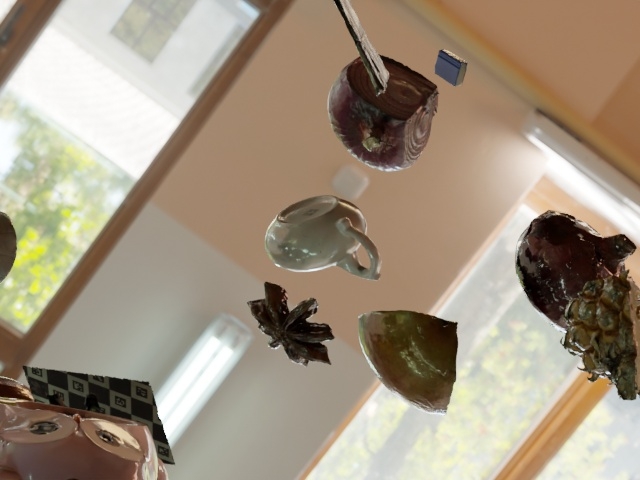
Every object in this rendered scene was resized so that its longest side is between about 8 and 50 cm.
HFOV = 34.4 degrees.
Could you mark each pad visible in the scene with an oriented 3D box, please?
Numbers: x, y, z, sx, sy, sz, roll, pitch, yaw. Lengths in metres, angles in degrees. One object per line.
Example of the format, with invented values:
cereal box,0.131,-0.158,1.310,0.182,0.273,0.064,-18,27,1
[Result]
pad,0.066,-0.383,1.873,0.233,0.022,0.174,62,-166,-14

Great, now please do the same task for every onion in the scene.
onion,0.134,-0.287,2.415,0.256,0.272,0.230,52,147,21
onion,0.486,0.052,1.932,0.252,0.219,0.252,40,-150,-29

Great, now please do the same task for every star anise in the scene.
star anise,-0.045,0.133,1.586,0.168,0.057,0.168,25,144,20

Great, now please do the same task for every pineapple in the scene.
pineapple,0.428,0.178,1.557,0.139,0.164,0.250,-4,147,28

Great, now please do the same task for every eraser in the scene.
eraser,0.319,-0.423,2.534,0.027,0.063,0.084,-13,-141,-33

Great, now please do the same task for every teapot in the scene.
teapot,0.000,0.000,2.029,0.298,0.204,0.139,13,124,52

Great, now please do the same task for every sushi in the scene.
sushi,-0.394,0.303,1.875,0.279,0.193,0.043,3,-148,23

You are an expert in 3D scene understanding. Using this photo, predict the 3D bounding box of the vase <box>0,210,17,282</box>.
vase,-0.740,-0.047,1.851,0.250,0.250,0.445,41,179,30

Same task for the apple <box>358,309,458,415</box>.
apple,0.193,0.233,2.057,0.254,0.179,0.346,58,176,16

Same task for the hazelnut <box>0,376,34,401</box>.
hazelnut,-0.677,0.375,2.200,0.186,0.210,0.210,54,-172,2

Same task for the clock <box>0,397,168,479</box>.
clock,-0.400,0.377,1.537,0.368,0.251,0.376,14,170,-19
